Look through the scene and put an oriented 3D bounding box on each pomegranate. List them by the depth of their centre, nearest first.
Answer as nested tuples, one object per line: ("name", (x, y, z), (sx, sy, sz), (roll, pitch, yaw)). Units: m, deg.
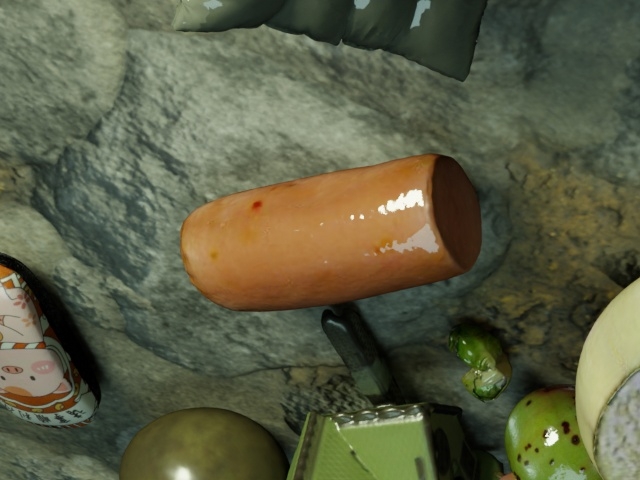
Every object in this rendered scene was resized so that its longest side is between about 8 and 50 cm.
("pomegranate", (0.230, 0.209, 1.371), (0.129, 0.129, 0.159), (15, 132, -1))

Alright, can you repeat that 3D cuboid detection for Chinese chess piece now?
("Chinese chess piece", (0.348, 0.130, 1.212), (0.270, 0.112, 0.270), (2, 129, 2))

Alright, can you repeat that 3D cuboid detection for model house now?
("model house", (0.033, 0.214, 1.383), (0.205, 0.218, 0.278), (-9, 133, 23))

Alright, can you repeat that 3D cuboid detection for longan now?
("longan", (-0.116, 0.252, 1.525), (0.185, 0.159, 0.204), (16, 180, 15))

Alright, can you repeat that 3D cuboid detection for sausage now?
("sausage", (0.000, 0.000, 1.208), (0.259, 0.113, 0.113), (-11, 135, 28))

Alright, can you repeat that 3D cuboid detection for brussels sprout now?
("brussels sprout", (0.149, 0.112, 1.348), (0.051, 0.046, 0.083), (-9, 136, 17))

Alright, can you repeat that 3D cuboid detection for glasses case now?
("glasses case", (-0.301, 0.103, 1.459), (0.103, 0.067, 0.266), (1, 139, 19))

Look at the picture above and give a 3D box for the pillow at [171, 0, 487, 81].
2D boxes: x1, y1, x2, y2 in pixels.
("pillow", (0.058, -0.224, 0.868), (0.228, 0.101, 0.326), (2, 149, -28))
